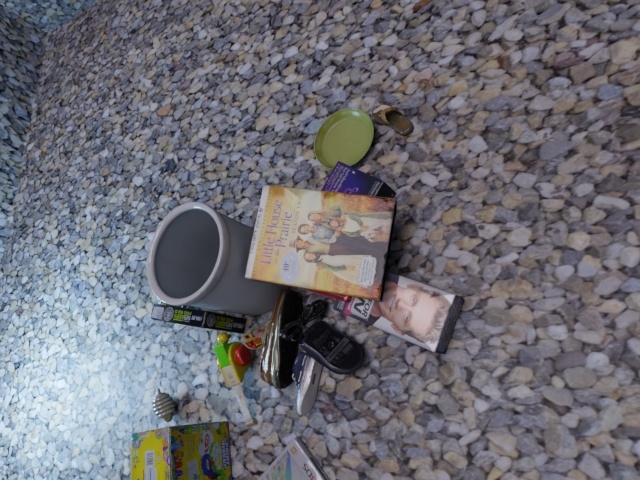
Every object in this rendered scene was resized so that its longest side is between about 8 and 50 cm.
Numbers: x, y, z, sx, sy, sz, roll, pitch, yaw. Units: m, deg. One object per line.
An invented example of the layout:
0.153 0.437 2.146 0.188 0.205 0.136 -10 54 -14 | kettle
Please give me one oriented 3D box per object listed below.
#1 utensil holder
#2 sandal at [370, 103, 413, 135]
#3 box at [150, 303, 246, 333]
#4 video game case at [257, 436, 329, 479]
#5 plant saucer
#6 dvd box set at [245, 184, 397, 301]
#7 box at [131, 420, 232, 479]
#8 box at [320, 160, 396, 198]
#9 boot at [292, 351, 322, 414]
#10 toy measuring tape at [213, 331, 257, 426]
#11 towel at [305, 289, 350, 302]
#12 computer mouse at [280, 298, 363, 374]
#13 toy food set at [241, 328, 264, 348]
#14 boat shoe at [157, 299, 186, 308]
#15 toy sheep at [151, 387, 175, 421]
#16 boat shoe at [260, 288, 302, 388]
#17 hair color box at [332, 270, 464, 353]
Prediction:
-0.329 0.084 1.579 0.328 0.385 0.327 -10 70 28 | utensil holder
0.243 -0.422 1.589 0.072 0.049 0.180 -51 56 8 | sandal
-0.443 0.287 1.687 0.270 0.216 0.060 1 74 31 | box
-0.089 0.834 1.408 0.329 0.036 0.300 -51 56 8 | video game case
0.088 -0.361 1.673 0.241 0.037 0.240 -10 70 28 | plant saucer
0.000 0.000 1.396 0.421 0.062 0.307 9 81 16 | dvd box set
-0.443 0.757 1.502 0.177 0.279 0.289 -20 65 25 | box
0.119 -0.150 1.546 0.207 0.108 0.153 30 91 35 | box
-0.056 0.457 1.495 0.086 0.069 0.189 4 69 39 | boot
-0.277 0.472 1.619 0.122 0.121 0.329 -25 86 23 | toy measuring tape
0.043 0.040 1.453 0.199 0.031 0.274 12 84 32 | towel
0.024 0.325 1.465 0.189 0.072 0.272 -38 56 -24 | computer mouse
-0.230 0.347 1.633 0.083 0.020 0.083 -26 46 -22 | toy food set
-0.496 0.151 1.820 0.355 0.130 0.132 -49 14 21 | boat shoe
-0.597 0.625 1.755 0.091 0.091 0.132 -33 79 19 | toy sheep
-0.147 0.324 1.555 0.120 0.123 0.323 -3 73 35 | boat shoe
0.225 0.189 1.377 0.348 0.105 0.173 18 85 33 | hair color box
